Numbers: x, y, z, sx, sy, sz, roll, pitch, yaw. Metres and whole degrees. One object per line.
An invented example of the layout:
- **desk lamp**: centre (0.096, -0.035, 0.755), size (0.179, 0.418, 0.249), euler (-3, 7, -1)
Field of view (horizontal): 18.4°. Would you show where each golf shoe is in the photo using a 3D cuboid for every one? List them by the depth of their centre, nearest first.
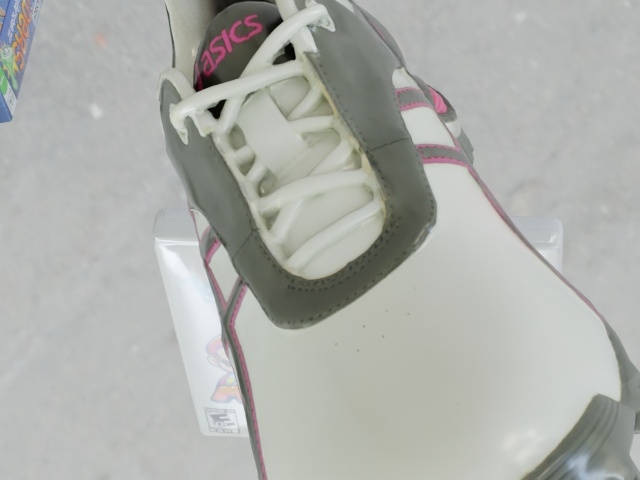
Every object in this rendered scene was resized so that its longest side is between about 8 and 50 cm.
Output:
- **golf shoe**: centre (0.000, 0.000, 0.546), size (0.105, 0.273, 0.120), euler (-34, 118, 5)

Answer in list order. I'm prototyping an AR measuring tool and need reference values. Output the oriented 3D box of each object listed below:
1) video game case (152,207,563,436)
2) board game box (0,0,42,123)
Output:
- **video game case**: centre (0.019, 0.039, 0.803), size (0.157, 0.019, 0.143), euler (2, 142, 8)
- **board game box**: centre (-0.261, -0.102, 1.106), size (0.201, 0.136, 0.035), euler (-9, 130, 11)
